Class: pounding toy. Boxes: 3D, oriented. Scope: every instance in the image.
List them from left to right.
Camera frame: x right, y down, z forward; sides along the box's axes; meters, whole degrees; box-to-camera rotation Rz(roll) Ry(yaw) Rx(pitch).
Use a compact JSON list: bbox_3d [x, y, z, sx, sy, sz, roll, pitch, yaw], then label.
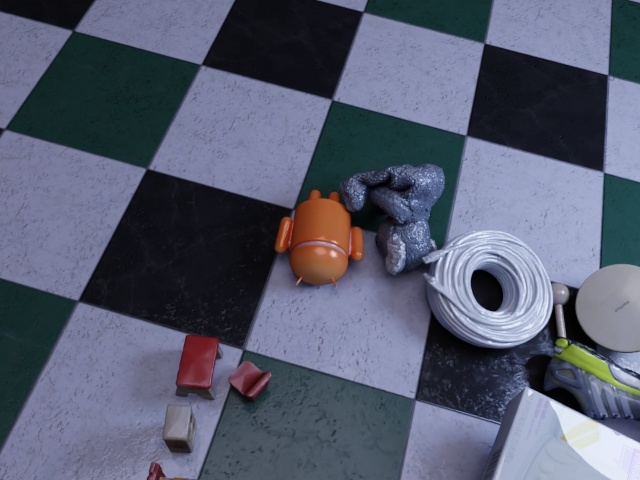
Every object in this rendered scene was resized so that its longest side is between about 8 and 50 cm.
[{"bbox_3d":[0.613,0.156,1.355,0.237,0.110,0.183,-14,70,19],"label":"pounding toy"}]

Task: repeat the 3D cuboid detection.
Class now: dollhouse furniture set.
[{"bbox_3d":[-0.178,0.345,1.115,0.201,0.152,0.374,7,59,-2],"label":"dollhouse furniture set"}]

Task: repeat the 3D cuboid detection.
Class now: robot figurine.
[{"bbox_3d":[-0.002,0.000,1.352,0.158,0.128,0.219,27,53,-33],"label":"robot figurine"}]

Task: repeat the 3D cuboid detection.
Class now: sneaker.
[{"bbox_3d":[0.576,0.307,1.241,0.300,0.111,0.121,31,100,21],"label":"sneaker"}]

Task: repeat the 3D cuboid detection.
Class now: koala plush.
[{"bbox_3d":[0.176,-0.038,1.355,0.196,0.203,0.221,1,81,-54],"label":"koala plush"}]

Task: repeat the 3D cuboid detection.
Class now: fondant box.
[{"bbox_3d":[0.444,0.431,1.062,0.330,0.096,0.238,26,60,9],"label":"fondant box"}]

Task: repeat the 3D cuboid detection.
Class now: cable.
[{"bbox_3d":[0.351,0.102,1.335,0.257,0.089,0.257,-28,78,-21],"label":"cable"}]
